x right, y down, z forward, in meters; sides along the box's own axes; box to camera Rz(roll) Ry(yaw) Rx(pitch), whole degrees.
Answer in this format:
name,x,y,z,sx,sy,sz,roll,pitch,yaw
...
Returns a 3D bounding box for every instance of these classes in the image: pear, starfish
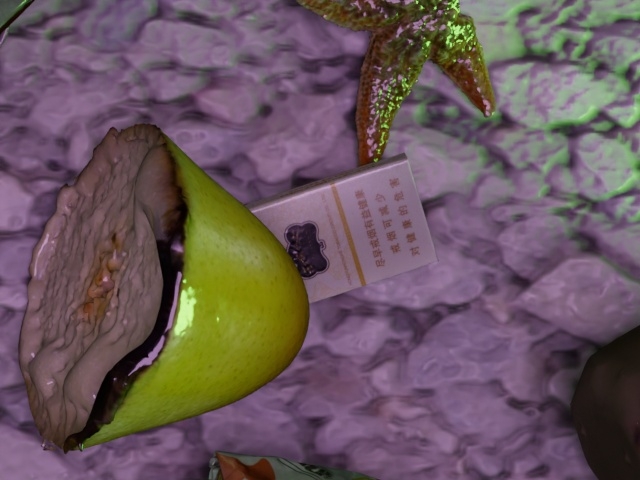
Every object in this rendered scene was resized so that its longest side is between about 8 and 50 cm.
name,x,y,z,sx,sy,sz,roll,pitch,yaw
pear,-0.096,0.046,1.384,0.178,0.267,0.267,13,91,-27
starfish,0.045,-0.178,1.468,0.138,0.050,0.247,-27,109,-11

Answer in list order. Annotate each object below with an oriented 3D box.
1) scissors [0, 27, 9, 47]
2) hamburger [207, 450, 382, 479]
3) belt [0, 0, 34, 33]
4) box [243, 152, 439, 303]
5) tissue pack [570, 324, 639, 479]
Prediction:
name,x,y,z,sx,sy,sz,roll,pitch,yaw
scissors,-0.275,-0.255,1.430,0.118,0.030,0.242,11,94,-9
hamburger,-0.015,0.283,1.455,0.214,0.125,0.235,19,95,-14
belt,-0.278,-0.155,1.336,0.261,0.184,0.105,-41,103,0
box,0.000,0.000,1.475,0.167,0.024,0.090,-18,110,-2
tissue pack,0.376,0.221,1.438,0.277,0.267,0.387,-20,95,-8
